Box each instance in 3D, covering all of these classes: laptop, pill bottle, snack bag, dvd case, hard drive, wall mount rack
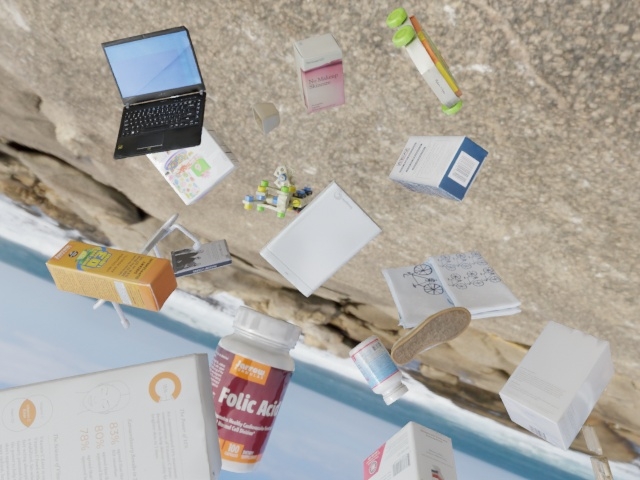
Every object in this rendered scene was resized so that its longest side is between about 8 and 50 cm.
[{"bbox_3d":[-0.413,-0.355,1.162,0.235,0.264,0.136,-7,154,12],"label":"laptop"},{"bbox_3d":[-0.203,0.393,1.308,0.224,0.392,0.224,19,171,3],"label":"pill bottle"},{"bbox_3d":[0.372,0.136,1.443,0.343,0.323,0.037,-8,118,-1],"label":"snack bag"},{"bbox_3d":[0.150,0.329,1.213,0.160,0.087,0.087,56,171,18],"label":"pill bottle"},{"bbox_3d":[-0.503,0.072,2.016,0.179,0.239,0.029,-122,22,-55],"label":"dvd case"},{"bbox_3d":[0.000,0.000,1.620,0.233,0.353,0.047,44,-167,-13],"label":"hard drive"},{"bbox_3d":[-0.479,0.097,1.332,0.130,0.350,0.304,43,140,-16],"label":"wall mount rack"}]

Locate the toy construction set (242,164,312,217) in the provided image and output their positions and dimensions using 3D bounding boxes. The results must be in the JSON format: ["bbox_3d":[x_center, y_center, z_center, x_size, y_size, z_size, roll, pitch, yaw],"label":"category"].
[{"bbox_3d":[-0.152,-0.187,1.916,0.215,0.327,0.151,12,119,11],"label":"toy construction set"}]

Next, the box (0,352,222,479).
[{"bbox_3d":[-0.357,0.326,0.803,0.346,0.214,0.168,-8,169,-8],"label":"box"}]

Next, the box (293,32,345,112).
[{"bbox_3d":[-0.001,-0.611,1.758,0.149,0.126,0.232,-17,143,-6],"label":"box"}]

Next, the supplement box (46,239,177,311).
[{"bbox_3d":[-0.405,0.067,0.931,0.234,0.078,0.080,8,132,14],"label":"supplement box"}]

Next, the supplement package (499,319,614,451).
[{"bbox_3d":[0.695,0.416,1.399,0.178,0.293,0.175,22,152,50],"label":"supplement package"}]

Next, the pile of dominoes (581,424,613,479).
[{"bbox_3d":[0.675,0.537,1.130,0.040,0.195,0.251,-13,156,18],"label":"pile of dominoes"}]

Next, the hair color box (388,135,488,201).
[{"bbox_3d":[0.370,-0.242,1.558,0.105,0.173,0.347,28,-177,-21],"label":"hair color box"}]

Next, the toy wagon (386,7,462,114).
[{"bbox_3d":[0.279,-0.503,1.294,0.068,0.344,0.267,-31,129,26],"label":"toy wagon"}]

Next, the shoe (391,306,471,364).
[{"bbox_3d":[0.264,0.224,1.166,0.076,0.219,0.058,56,-167,-3],"label":"shoe"}]

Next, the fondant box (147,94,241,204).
[{"bbox_3d":[-0.490,-0.332,1.755,0.330,0.238,0.096,52,-167,-4],"label":"fondant box"}]

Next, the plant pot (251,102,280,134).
[{"bbox_3d":[-0.247,-0.578,2.228,0.109,0.096,0.109,58,167,24],"label":"plant pot"}]

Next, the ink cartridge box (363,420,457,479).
[{"bbox_3d":[0.260,0.781,1.385,0.161,0.384,0.279,28,122,-14],"label":"ink cartridge box"}]
